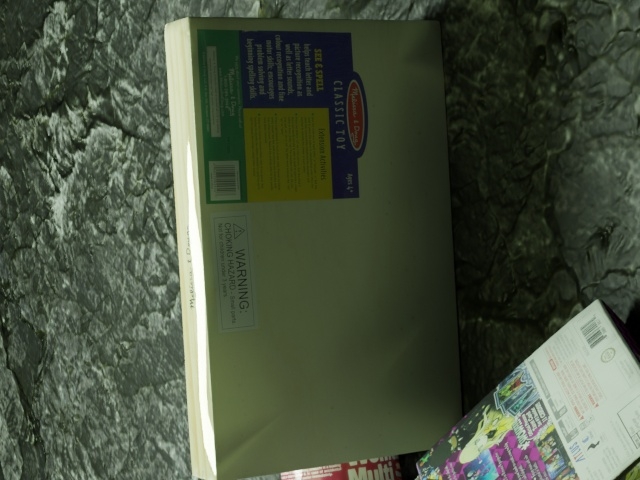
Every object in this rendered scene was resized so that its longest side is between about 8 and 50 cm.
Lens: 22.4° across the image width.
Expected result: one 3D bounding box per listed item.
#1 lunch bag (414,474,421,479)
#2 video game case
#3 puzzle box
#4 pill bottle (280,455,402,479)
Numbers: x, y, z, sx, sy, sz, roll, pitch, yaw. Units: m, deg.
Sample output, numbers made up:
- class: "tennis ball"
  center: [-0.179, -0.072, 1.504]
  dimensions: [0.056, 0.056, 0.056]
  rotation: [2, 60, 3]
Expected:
- class: "lunch bag"
  center: [0.161, 0.340, 1.324]
  dimensions: [0.305, 0.212, 0.256]
  rotation: [15, 89, 58]
- class: "video game case"
  center: [0.174, 0.167, 1.234]
  dimensions: [0.210, 0.042, 0.232]
  rotation: [-44, 19, 11]
- class: "puzzle box"
  center: [0.000, 0.000, 1.478]
  dimensions: [0.052, 0.272, 0.409]
  rotation: [-2, 91, 59]
- class: "pill bottle"
  center: [0.016, 0.202, 1.623]
  dimensions: [0.121, 0.121, 0.221]
  rotation: [-21, 76, 59]
